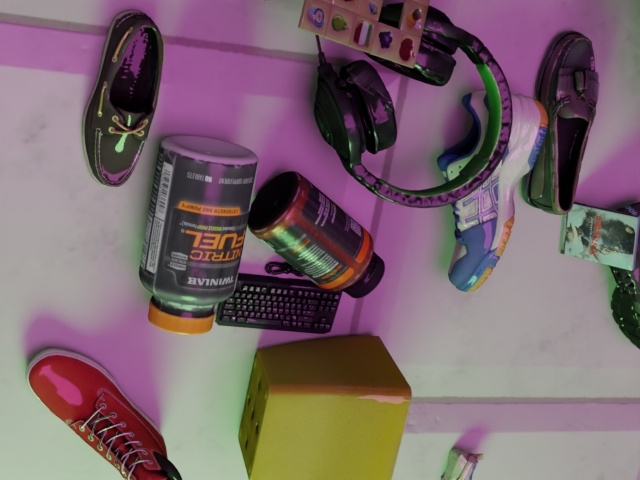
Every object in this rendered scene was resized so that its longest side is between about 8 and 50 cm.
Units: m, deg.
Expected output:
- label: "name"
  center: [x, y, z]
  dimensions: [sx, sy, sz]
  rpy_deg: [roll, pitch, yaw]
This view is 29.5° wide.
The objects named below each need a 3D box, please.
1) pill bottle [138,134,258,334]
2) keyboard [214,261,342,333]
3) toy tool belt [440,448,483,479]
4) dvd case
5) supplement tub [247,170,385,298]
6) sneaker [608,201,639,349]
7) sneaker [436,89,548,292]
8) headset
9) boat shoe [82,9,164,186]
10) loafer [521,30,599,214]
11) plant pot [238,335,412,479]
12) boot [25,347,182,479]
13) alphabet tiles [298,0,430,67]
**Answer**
- label: "pill bottle"
  center: [-0.163, -0.004, 1.576]
  dimensions: [0.130, 0.130, 0.246]
  rpy_deg: [4, 107, -25]
- label: "keyboard"
  center: [-0.054, 0.078, 1.716]
  dimensions: [0.180, 0.023, 0.108]
  rpy_deg: [7, 105, -27]
- label: "toy tool belt"
  center: [0.226, 0.373, 1.931]
  dimensions: [0.051, 0.052, 0.083]
  rpy_deg: [13, 104, -19]
- label: "dvd case"
  center: [0.424, -0.008, 1.847]
  dimensions: [0.013, 0.119, 0.087]
  rpy_deg: [-22, 121, -48]
- label: "supplement tub"
  center: [0.000, 0.000, 1.663]
  dimensions: [0.198, 0.106, 0.106]
  rpy_deg: [40, 90, -30]
- label: "sneaker"
  center: [0.514, 0.061, 1.918]
  dimensions: [0.106, 0.101, 0.267]
  rpy_deg: [-27, 118, -15]
- label: "sneaker"
  center: [0.218, -0.075, 1.750]
  dimensions: [0.130, 0.112, 0.297]
  rpy_deg: [14, 101, -10]
- label: "headset"
  center: [0.087, -0.213, 1.578]
  dimensions: [0.394, 0.185, 0.243]
  rpy_deg: [43, 88, -13]
- label: "boat shoe"
  center: [-0.245, -0.170, 1.513]
  dimensions: [0.081, 0.068, 0.228]
  rpy_deg: [4, 106, -25]
- label: "loafer"
  center: [0.365, -0.167, 1.776]
  dimensions: [0.096, 0.084, 0.268]
  rpy_deg: [1, 108, -24]
- label: "plant pot"
  center: [-0.007, 0.256, 1.708]
  dimensions: [0.187, 0.212, 0.212]
  rpy_deg: [8, 105, -13]
- label: "boot"
  center: [-0.277, 0.248, 1.591]
  dimensions: [0.088, 0.176, 0.244]
  rpy_deg: [-45, 118, -1]
- label: "alphabet tiles"
  center: [0.073, -0.344, 1.456]
  dimensions: [0.198, 0.009, 0.237]
  rpy_deg: [11, 94, -43]
